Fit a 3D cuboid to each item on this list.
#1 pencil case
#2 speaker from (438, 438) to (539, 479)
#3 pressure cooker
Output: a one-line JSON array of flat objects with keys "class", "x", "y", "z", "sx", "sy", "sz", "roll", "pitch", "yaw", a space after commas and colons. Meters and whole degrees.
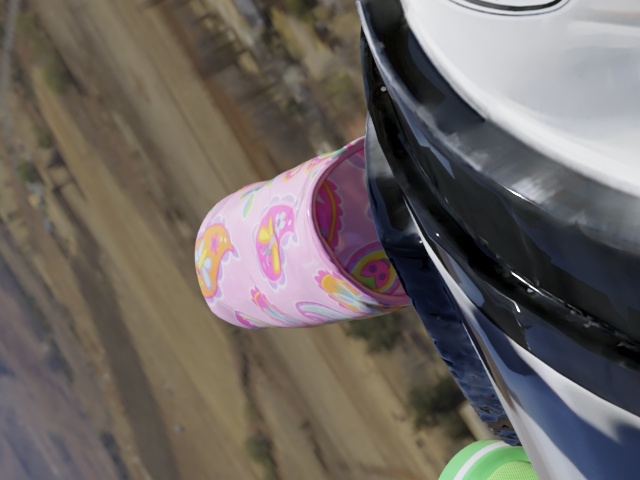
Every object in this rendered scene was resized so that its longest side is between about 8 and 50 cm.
[{"class": "pencil case", "x": 0.000, "y": 0.000, "z": 1.070, "sx": 0.124, "sy": 0.124, "sz": 0.284, "roll": 60, "pitch": 156, "yaw": -5}, {"class": "speaker", "x": 0.228, "y": 0.268, "z": 1.228, "sx": 0.296, "sy": 0.131, "sz": 0.131, "roll": 22, "pitch": 143, "yaw": 51}, {"class": "pressure cooker", "x": 0.212, "y": -0.047, "z": 0.466, "sx": 0.370, "sy": 0.375, "sz": 0.420, "roll": 51, "pitch": 173, "yaw": 45}]
